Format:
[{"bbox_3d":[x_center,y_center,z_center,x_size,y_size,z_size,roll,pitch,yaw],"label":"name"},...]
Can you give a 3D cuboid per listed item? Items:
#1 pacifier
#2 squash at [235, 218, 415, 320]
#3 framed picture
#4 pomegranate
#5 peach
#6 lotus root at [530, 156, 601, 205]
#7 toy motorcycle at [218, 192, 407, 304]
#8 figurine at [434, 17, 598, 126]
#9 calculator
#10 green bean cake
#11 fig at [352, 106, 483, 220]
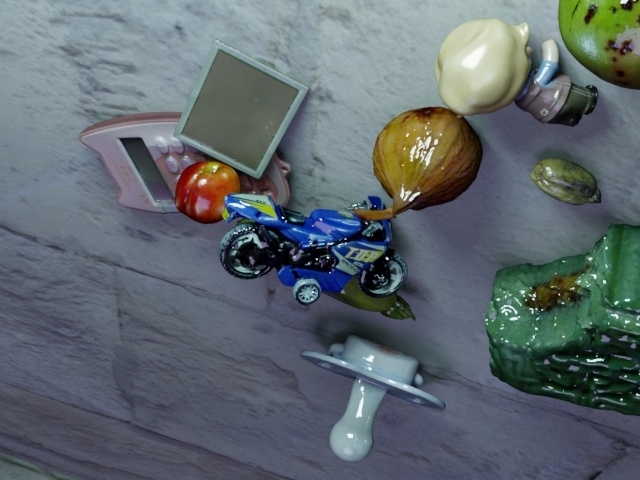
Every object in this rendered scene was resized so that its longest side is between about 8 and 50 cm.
[{"bbox_3d":[0.078,0.302,1.689,0.287,0.226,0.238,24,164,-4],"label":"pacifier"},{"bbox_3d":[0.017,0.045,1.483,0.341,0.094,0.094,29,145,-7],"label":"squash"},{"bbox_3d":[-0.114,-0.180,1.269,0.142,0.011,0.183,26,131,-8],"label":"framed picture"},{"bbox_3d":[0.332,-0.245,0.879,0.179,0.210,0.179,27,-178,-1],"label":"pomegranate"},{"bbox_3d":[-0.165,-0.068,1.346,0.100,0.101,0.101,14,145,10],"label":"peach"},{"bbox_3d":[0.325,-0.076,1.189,0.099,0.049,0.054,24,137,-4],"label":"lotus root"},{"bbox_3d":[0.000,0.000,1.355,0.315,0.113,0.169,10,116,-20],"label":"toy motorcycle"},{"bbox_3d":[0.230,-0.190,1.058,0.196,0.108,0.114,11,159,-17],"label":"figurine"},{"bbox_3d":[-0.197,-0.117,1.409,0.329,0.048,0.220,3,141,20],"label":"calculator"},{"bbox_3d":[0.397,0.117,1.317,0.308,0.169,0.300,8,144,19],"label":"green bean cake"},{"bbox_3d":[0.124,-0.079,1.163,0.134,0.201,0.146,42,135,-14],"label":"fig"}]
